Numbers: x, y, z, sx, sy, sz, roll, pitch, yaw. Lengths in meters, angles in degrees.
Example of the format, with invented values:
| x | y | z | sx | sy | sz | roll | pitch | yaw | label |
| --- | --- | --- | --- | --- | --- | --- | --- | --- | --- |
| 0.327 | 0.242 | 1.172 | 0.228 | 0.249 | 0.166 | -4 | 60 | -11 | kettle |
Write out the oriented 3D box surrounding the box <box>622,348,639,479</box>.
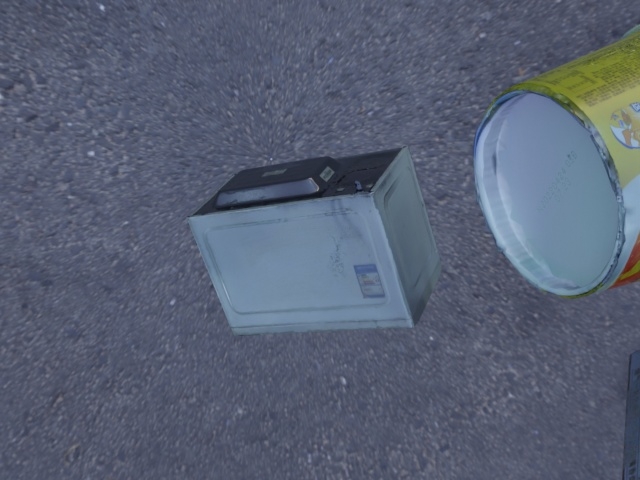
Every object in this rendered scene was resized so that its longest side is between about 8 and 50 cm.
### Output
| x | y | z | sx | sy | sz | roll | pitch | yaw | label |
| --- | --- | --- | --- | --- | --- | --- | --- | --- | --- |
| 0.299 | 0.247 | 0.600 | 0.180 | 0.047 | 0.325 | 30 | 50 | -10 | box |

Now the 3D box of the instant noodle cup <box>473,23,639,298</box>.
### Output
| x | y | z | sx | sy | sz | roll | pitch | yaw | label |
| --- | --- | --- | --- | --- | --- | --- | --- | --- | --- |
| 0.218 | -0.057 | 0.609 | 0.153 | 0.205 | 0.205 | -17 | 97 | -23 | instant noodle cup |

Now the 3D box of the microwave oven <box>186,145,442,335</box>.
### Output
| x | y | z | sx | sy | sz | roll | pitch | yaw | label |
| --- | --- | --- | --- | --- | --- | --- | --- | --- | --- |
| 0.000 | 0.000 | 0.823 | 0.205 | 0.129 | 0.163 | -5 | 115 | 27 | microwave oven |
